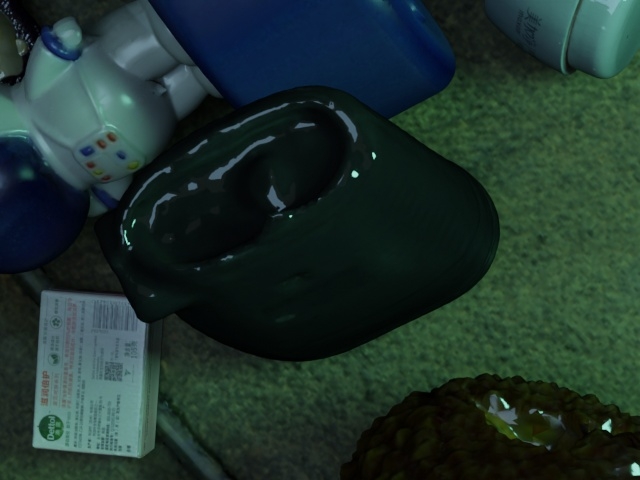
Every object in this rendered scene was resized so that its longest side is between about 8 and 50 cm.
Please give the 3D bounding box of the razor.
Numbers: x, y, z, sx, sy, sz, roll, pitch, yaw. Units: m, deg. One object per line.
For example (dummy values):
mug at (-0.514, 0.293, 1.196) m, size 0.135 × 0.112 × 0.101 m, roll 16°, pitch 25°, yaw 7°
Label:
razor at (0.001, 0.002, 1.259) m, size 0.204 × 0.349 × 0.113 m, roll -29°, pitch 74°, yaw 13°

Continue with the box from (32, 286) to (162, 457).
box at (-0.170, 0.101, 1.444) m, size 0.089 × 0.043 × 0.125 m, roll 6°, pitch 93°, yaw 11°

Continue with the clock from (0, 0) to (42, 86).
clock at (-0.307, -0.157, 1.443) m, size 0.194 × 0.100 × 0.196 m, roll -25°, pitch 84°, yaw 15°

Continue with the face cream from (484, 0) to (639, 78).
face cream at (0.182, -0.178, 1.329) m, size 0.104 × 0.117 × 0.117 m, roll 28°, pitch 97°, yaw 17°

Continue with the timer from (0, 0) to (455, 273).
timer at (-0.127, -0.113, 1.313) m, size 0.383 × 0.270 × 0.270 m, roll -37°, pitch 84°, yaw 10°

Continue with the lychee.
lychee at (0.129, 0.228, 1.288) m, size 0.267 × 0.267 × 0.268 m, roll 0°, pitch 91°, yaw 12°
